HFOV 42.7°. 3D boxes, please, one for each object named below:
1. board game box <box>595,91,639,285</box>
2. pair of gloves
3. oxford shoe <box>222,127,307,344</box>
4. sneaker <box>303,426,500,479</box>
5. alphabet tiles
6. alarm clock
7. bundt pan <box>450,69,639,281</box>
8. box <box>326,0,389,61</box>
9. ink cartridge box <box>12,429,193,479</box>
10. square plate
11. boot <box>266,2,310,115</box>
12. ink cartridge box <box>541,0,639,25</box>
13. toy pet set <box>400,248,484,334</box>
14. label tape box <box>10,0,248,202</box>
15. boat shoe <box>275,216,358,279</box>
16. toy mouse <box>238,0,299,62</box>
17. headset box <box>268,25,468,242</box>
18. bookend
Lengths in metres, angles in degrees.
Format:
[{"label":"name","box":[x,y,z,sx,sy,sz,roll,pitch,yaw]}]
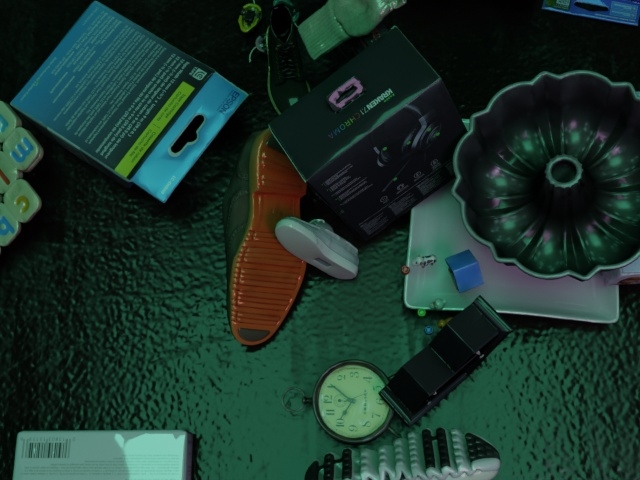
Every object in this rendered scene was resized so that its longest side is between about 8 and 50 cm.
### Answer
[{"label":"board game box","box":[0.597,-0.091,1.342,0.318,0.066,0.318,-1,72,-7]},{"label":"pair of gloves","box":[0.025,-0.443,1.356,0.204,0.042,0.240,-22,81,28]},{"label":"oxford shoe","box":[-0.105,-0.007,1.383,0.130,0.133,0.364,13,84,-33]},{"label":"sneaker","box":[0.127,0.361,1.218,0.292,0.110,0.118,-15,109,15]},{"label":"alphabet tiles","box":[-0.610,-0.102,1.437,0.284,0.021,0.278,-46,72,11]},{"label":"alarm clock","box":[0.034,0.256,1.299,0.192,0.064,0.129,3,72,2]},{"label":"bundt pan","box":[0.369,-0.085,1.244,0.331,0.124,0.331,-4,73,15]},{"label":"box","box":[0.094,-0.325,1.435,0.044,0.159,0.233,-33,73,-7]},{"label":"ink cartridge box","box":[-0.342,0.419,1.276,0.275,0.060,0.239,-1,73,3]},{"label":"square plate","box":[0.321,-0.037,1.382,0.344,0.049,0.347,4,72,5]},{"label":"boot","box":[-0.061,-0.304,1.437,0.077,0.137,0.198,-16,87,-4]},{"label":"ink cartridge box","box":[0.537,-0.560,1.533,0.186,0.065,0.311,14,75,9]},{"label":"toy pet set","box":[0.198,0.070,1.297,0.114,0.065,0.122,-21,73,0]},{"label":"label tape box","box":[-0.331,-0.235,1.463,0.347,0.115,0.249,32,78,11]},{"label":"boat shoe","box":[0.000,0.000,1.340,0.066,0.184,0.063,-20,50,45]},{"label":"toy mouse","box":[-0.083,-0.398,1.539,0.143,0.031,0.161,9,73,7]},{"label":"headset box","box":[0.089,-0.158,1.281,0.246,0.283,0.131,-37,60,8]},{"label":"bookend","box":[0.188,0.182,1.235,0.156,0.157,0.072,-30,69,-38]}]
